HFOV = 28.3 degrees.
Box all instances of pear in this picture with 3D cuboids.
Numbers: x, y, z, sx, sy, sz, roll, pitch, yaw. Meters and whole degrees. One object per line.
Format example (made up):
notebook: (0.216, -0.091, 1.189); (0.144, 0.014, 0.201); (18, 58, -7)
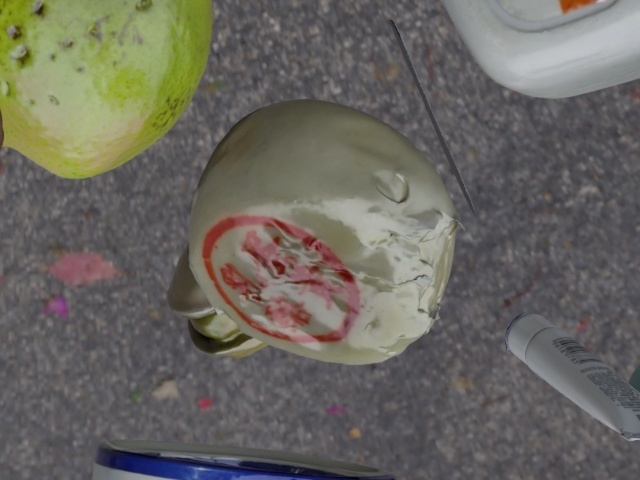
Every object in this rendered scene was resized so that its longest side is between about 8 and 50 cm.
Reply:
pear: (-0.324, -0.262, 1.672); (0.391, 0.391, 0.391); (-7, 130, -8)

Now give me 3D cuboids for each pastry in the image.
pastry: (0.001, -0.001, 1.145); (0.265, 0.133, 0.264); (13, 135, 13)

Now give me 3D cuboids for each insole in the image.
insole: (0.160, -0.166, 1.774); (0.007, 0.109, 0.322); (-25, 117, 3)

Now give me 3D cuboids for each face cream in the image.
face cream: (0.296, 0.156, 1.403); (0.092, 0.244, 0.058); (5, 111, -31)

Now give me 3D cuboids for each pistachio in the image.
pistachio: (-0.073, 0.001, 1.468); (0.197, 0.288, 0.166); (5, 133, 42)

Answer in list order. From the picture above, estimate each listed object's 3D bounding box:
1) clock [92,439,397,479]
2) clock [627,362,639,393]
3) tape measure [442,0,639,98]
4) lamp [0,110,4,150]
clock: (-0.059, 0.202, 0.964); (0.230, 0.230, 0.083); (9, 86, -21)
clock: (0.587, 0.189, 1.935); (0.094, 0.223, 0.274); (39, 109, -5)
tape measure: (0.183, -0.232, 0.774); (0.265, 0.258, 0.130); (-17, 173, 30)
lamp: (-0.326, -0.093, 1.039); (0.136, 0.136, 0.136); (-7, 130, -8)
